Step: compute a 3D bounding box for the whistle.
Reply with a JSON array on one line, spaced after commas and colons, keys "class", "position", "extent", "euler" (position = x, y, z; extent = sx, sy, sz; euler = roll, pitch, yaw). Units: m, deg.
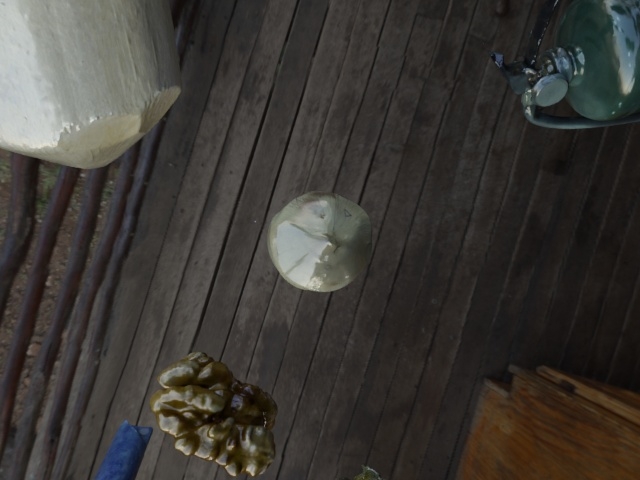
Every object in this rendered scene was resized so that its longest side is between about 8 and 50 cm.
[{"class": "whistle", "position": [-0.316, 0.380, 0.764], "extent": [0.062, 0.304, 0.062], "euler": [-1, 108, -4]}]

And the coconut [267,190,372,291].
[{"class": "coconut", "position": [0.000, 0.000, 1.010], "extent": [0.224, 0.224, 0.224], "euler": [0, 92, -7]}]

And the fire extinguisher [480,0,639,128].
[{"class": "fire extinguisher", "position": [0.247, -0.138, 0.350], "extent": [0.295, 0.118, 0.093], "euler": [-16, 50, -2]}]

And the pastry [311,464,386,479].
[{"class": "pastry", "position": [0.070, 0.521, 0.753], "extent": [0.330, 0.136, 0.329], "euler": [4, 56, -6]}]

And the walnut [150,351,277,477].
[{"class": "walnut", "position": [-0.116, 0.201, 0.617], "extent": [0.170, 0.143, 0.069], "euler": [37, 112, -23]}]

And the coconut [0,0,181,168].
[{"class": "coconut", "position": [-0.267, -0.197, 0.528], "extent": [0.238, 0.237, 0.265], "euler": [1, 125, -7]}]
